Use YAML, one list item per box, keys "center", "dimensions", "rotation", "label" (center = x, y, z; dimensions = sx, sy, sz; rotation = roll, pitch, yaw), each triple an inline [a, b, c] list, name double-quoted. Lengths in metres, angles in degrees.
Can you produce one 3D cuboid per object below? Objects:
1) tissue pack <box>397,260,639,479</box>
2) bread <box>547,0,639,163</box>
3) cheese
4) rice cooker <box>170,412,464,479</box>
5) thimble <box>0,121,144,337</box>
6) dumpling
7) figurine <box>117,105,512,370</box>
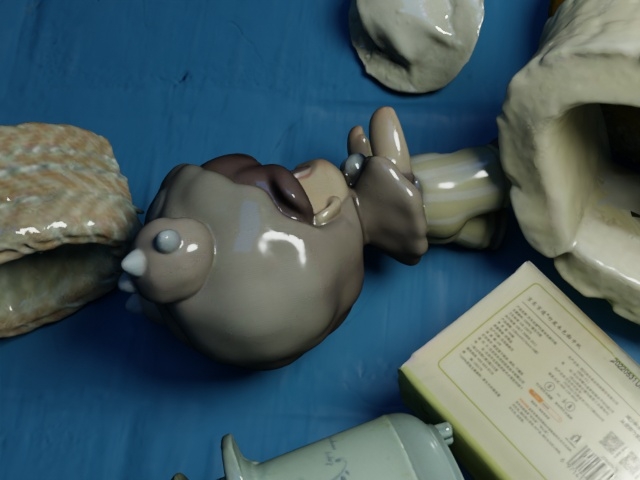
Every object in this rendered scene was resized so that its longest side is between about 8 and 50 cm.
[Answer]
- center: [0.203, 0.160, 0.947]
  dimensions: [0.159, 0.125, 0.234]
  rotation: [-39, 63, -11]
  label: "tissue pack"
- center: [0.369, -0.217, 1.081]
  dimensions: [0.306, 0.158, 0.305]
  rotation: [-4, 64, 8]
  label: "bread"
- center: [0.314, -0.064, 0.931]
  dimensions: [0.332, 0.292, 0.153]
  rotation: [24, 48, 18]
  label: "cheese"
- center: [0.000, 0.284, 0.851]
  dimensions: [0.317, 0.264, 0.316]
  rotation: [-1, 97, -6]
  label: "rice cooker"
- center: [-0.301, -0.004, 1.082]
  dimensions: [0.229, 0.196, 0.148]
  rotation: [-11, 62, -29]
  label: "thimble"
- center: [0.093, -0.238, 1.186]
  dimensions: [0.176, 0.092, 0.150]
  rotation: [28, 86, 16]
  label: "dumpling"
- center: [0.001, -0.001, 1.023]
  dimensions: [0.381, 0.248, 0.203]
  rotation: [-17, 85, -11]
  label: "figurine"
